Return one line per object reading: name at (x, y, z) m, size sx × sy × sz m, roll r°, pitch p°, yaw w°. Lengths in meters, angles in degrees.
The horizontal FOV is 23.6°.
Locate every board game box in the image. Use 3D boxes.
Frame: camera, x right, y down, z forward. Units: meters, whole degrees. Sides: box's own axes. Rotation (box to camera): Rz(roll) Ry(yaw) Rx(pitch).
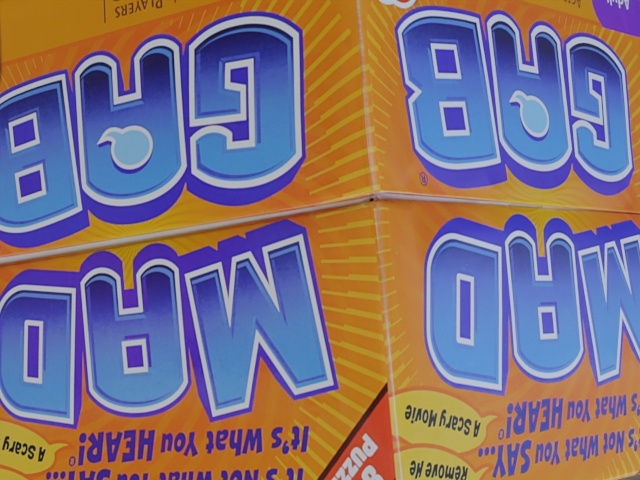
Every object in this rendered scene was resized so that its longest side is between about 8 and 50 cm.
board game box at (0.000, 0.000, 1.061) m, size 0.356 × 0.356 × 0.356 m, roll 2°, pitch 81°, yaw -52°
